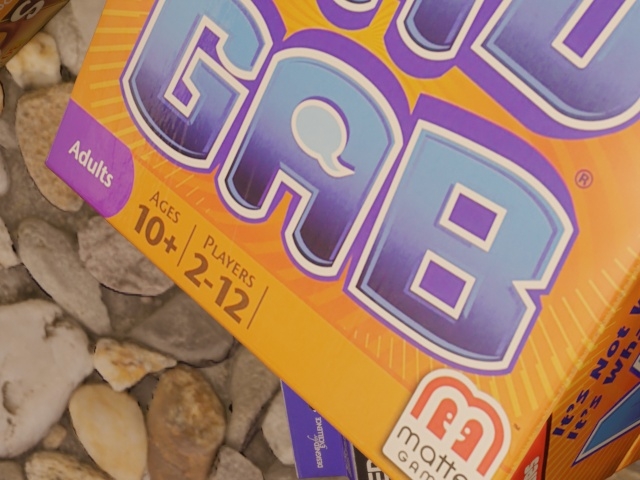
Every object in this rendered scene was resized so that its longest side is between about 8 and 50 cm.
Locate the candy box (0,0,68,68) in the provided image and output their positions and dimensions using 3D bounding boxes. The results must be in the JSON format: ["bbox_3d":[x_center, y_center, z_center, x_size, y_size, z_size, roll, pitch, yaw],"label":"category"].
[{"bbox_3d":[-0.291,-0.236,0.942,0.316,0.183,0.087,-37,92,26],"label":"candy box"}]

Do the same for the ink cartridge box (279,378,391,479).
[{"bbox_3d":[0.065,0.129,0.954,0.208,0.045,0.206,-7,112,5],"label":"ink cartridge box"}]

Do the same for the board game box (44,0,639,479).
[{"bbox_3d":[0.125,-0.104,0.658,0.356,0.356,0.356,38,114,30],"label":"board game box"}]
